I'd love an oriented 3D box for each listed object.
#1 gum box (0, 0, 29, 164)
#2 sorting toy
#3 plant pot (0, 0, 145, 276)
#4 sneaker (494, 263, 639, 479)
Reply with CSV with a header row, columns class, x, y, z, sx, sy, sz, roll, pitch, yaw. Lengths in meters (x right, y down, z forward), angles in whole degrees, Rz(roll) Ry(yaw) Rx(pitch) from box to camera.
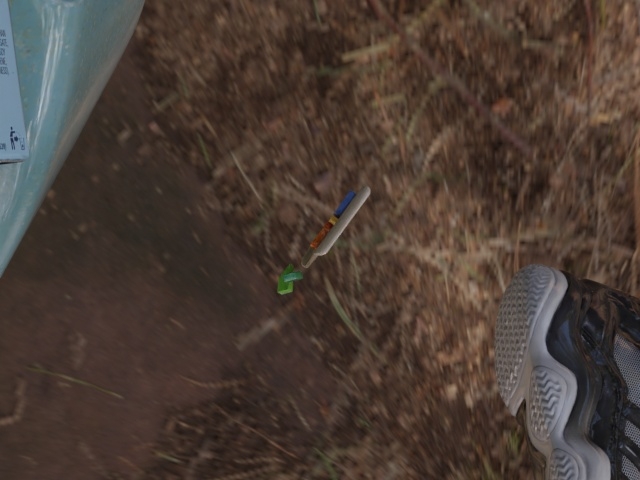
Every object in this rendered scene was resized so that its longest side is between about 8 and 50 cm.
class,x,y,z,sx,sy,sz,roll,pitch,yaw
gum box,-0.152,-0.098,0.409,0.157,0.041,0.184,-6,91,21
sorting toy,0.000,0.000,1.229,0.012,0.062,0.083,38,77,-4
plant pot,-0.225,-0.124,1.040,0.247,0.252,0.248,33,40,-12
sneaker,0.200,0.138,1.155,0.153,0.101,0.269,1,62,-14
